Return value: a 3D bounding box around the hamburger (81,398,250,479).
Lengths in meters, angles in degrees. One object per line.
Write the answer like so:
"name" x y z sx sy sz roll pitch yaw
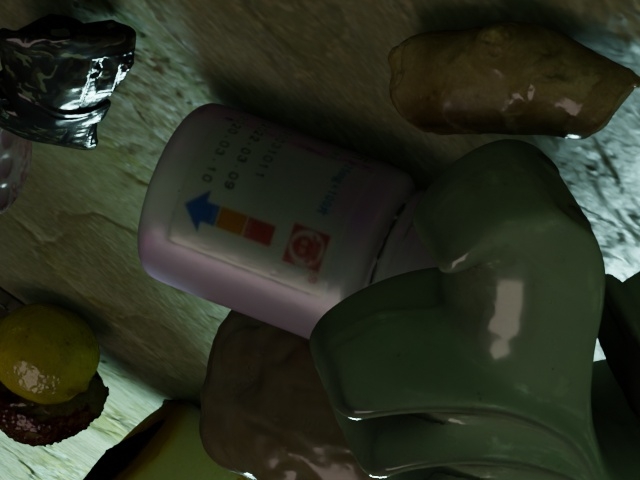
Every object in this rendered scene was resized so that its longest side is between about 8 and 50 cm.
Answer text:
"hamburger" -0.185 0.322 2.247 0.179 0.294 0.276 46 141 -9

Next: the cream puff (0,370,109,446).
"cream puff" -0.316 0.178 2.248 0.149 0.149 0.084 25 121 2

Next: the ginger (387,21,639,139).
"ginger" 0.117 -0.103 1.285 0.190 0.069 0.095 3 175 41

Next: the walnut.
"walnut" 0.036 0.133 1.670 0.273 0.227 0.273 25 163 8

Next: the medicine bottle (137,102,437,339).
"medicine bottle" 0.000 0.000 1.525 0.254 0.152 0.152 20 157 11

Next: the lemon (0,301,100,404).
"lemon" -0.302 0.121 2.156 0.133 0.109 0.109 31 159 12

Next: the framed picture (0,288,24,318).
"framed picture" -0.475 0.025 2.242 0.289 0.020 0.211 38 155 -27

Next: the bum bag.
"bum bag" -0.214 -0.123 1.583 0.102 0.069 0.248 -7 163 -17

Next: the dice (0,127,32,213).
"dice" -0.317 -0.076 1.760 0.094 0.093 0.091 17 156 21

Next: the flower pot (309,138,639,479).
"flower pot" 0.160 0.097 1.384 0.367 0.165 0.254 27 116 -38
